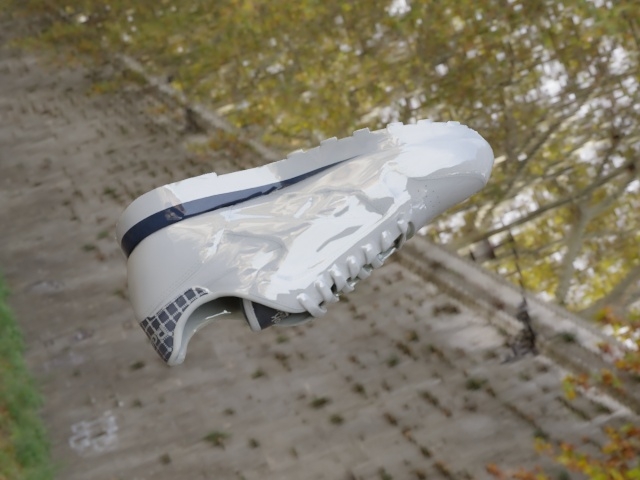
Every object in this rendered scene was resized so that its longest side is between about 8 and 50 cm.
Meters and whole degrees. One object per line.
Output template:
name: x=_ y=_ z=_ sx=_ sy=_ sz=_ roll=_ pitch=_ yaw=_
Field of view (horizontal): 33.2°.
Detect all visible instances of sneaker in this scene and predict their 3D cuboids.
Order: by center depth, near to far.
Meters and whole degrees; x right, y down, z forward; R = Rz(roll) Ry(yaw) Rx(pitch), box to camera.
sneaker: x=0.000 y=0.000 z=0.643 sx=0.090 sy=0.235 sz=0.095 roll=84 pitch=-14 yaw=-65
